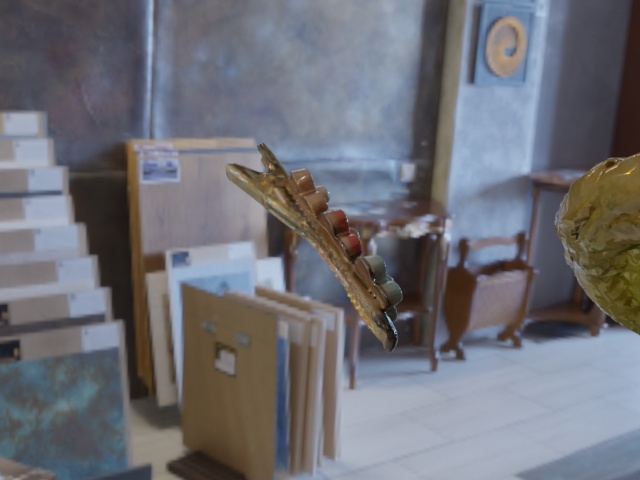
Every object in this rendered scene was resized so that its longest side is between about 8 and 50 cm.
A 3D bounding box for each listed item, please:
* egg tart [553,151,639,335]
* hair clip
[{"bbox_3d":[0.318,0.001,0.564,0.345,0.132,0.345,23,-15,6],"label":"egg tart"},{"bbox_3d":[0.005,-0.003,0.707,0.056,0.062,0.214,-31,58,-22],"label":"hair clip"}]
